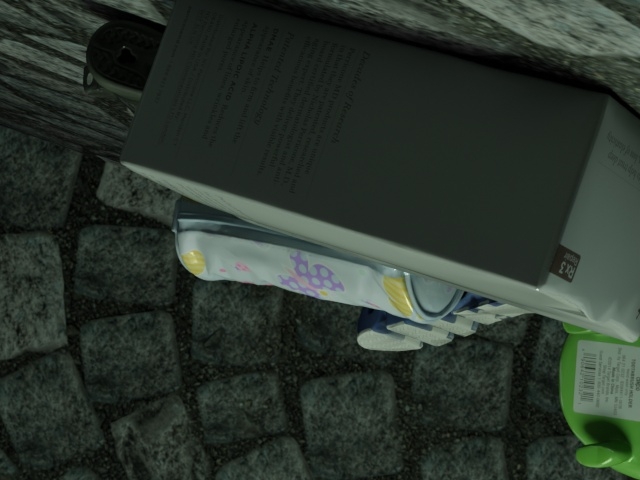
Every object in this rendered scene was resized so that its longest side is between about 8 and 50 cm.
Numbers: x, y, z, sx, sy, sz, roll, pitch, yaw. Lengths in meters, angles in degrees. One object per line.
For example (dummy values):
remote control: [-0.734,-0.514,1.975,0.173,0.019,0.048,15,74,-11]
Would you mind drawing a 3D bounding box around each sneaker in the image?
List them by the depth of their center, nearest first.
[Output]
sneaker: [-0.103,-0.133,1.821,0.228,0.087,0.130,21,179,1]
sneaker: [0.165,-0.016,1.872,0.316,0.182,0.127,-15,163,24]

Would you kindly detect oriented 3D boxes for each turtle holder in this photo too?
turtle holder: [0.449,0.149,2.300,0.320,0.243,0.227,-28,169,26]

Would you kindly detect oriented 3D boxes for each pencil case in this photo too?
pencil case: [0.000,0.000,1.746,0.273,0.113,0.124,11,-163,36]

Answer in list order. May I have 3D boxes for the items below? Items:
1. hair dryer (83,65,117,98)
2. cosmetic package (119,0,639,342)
hair dryer: [-0.112,-0.111,2.187,0.224,0.080,0.293,16,175,36]
cosmetic package: [0.067,-0.058,1.518,0.385,0.156,0.217,16,175,28]
